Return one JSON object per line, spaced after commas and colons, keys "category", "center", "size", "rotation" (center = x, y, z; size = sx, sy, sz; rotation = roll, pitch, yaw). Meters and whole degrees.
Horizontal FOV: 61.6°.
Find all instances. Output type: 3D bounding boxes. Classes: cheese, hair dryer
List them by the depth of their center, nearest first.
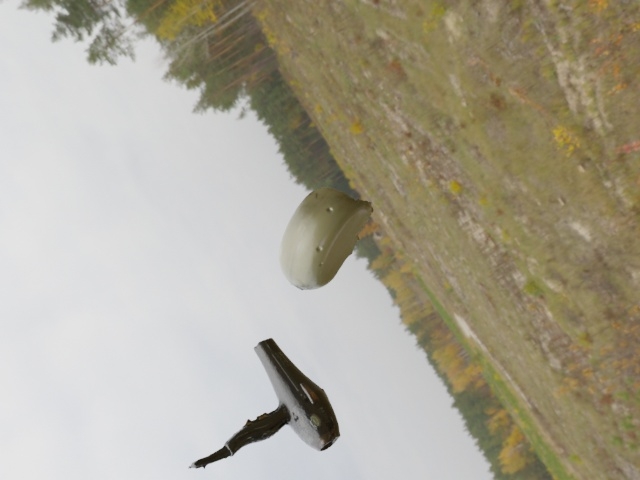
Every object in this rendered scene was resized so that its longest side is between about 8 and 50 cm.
{"category": "cheese", "center": [0.000, 0.000, 0.954], "size": [0.091, 0.203, 0.175], "rotation": [34, -166, 23]}
{"category": "hair dryer", "center": [-0.150, 0.387, 1.207], "size": [0.304, 0.359, 0.120], "rotation": [50, 137, 24]}
